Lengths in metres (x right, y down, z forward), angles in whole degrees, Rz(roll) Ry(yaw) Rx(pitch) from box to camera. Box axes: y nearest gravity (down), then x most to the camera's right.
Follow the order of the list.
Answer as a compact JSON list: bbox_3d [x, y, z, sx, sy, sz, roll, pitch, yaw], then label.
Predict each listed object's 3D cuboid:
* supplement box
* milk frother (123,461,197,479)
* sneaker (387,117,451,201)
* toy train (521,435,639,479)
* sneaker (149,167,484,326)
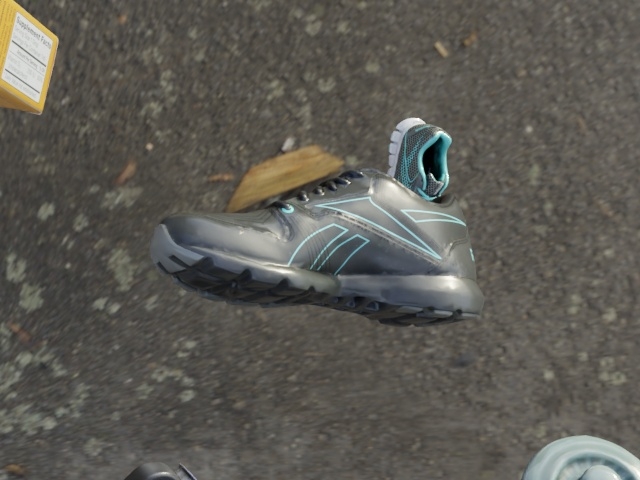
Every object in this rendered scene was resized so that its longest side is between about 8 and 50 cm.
[{"bbox_3d":[-0.290,-0.166,1.024,0.078,0.233,0.080,10,81,10],"label":"supplement box"},{"bbox_3d":[-0.156,0.313,1.308,0.135,0.129,0.143,-41,59,-14],"label":"milk frother"},{"bbox_3d":[0.107,-0.055,1.432,0.065,0.076,0.166,6,91,-31],"label":"sneaker"},{"bbox_3d":[0.100,0.239,0.643,0.334,0.142,0.190,-26,61,-29],"label":"toy train"},{"bbox_3d":[0.000,0.000,0.941,0.267,0.101,0.106,9,77,-31],"label":"sneaker"}]
